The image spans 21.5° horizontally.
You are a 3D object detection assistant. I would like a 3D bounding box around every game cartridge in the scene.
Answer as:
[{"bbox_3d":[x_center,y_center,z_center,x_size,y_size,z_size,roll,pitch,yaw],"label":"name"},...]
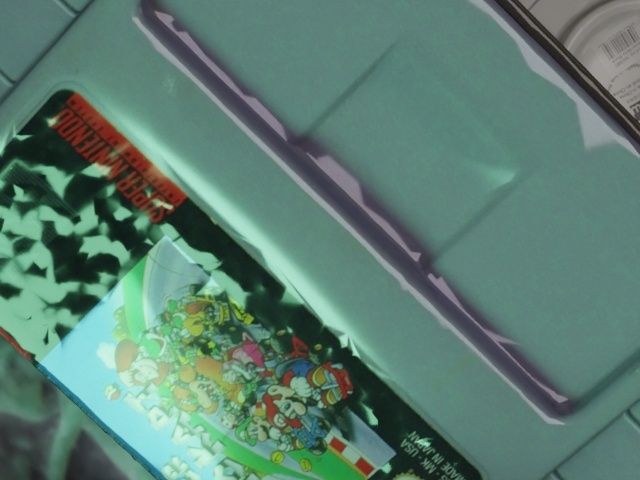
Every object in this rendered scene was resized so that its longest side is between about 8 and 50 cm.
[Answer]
[{"bbox_3d":[0.000,0.000,0.633,0.355,0.068,0.230,44,106,-6],"label":"game cartridge"}]

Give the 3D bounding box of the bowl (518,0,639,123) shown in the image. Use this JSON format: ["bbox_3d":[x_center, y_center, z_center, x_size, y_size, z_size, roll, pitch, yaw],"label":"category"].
[{"bbox_3d":[0.119,-0.057,0.676,0.170,0.080,0.170,0,92,-8],"label":"bowl"}]
